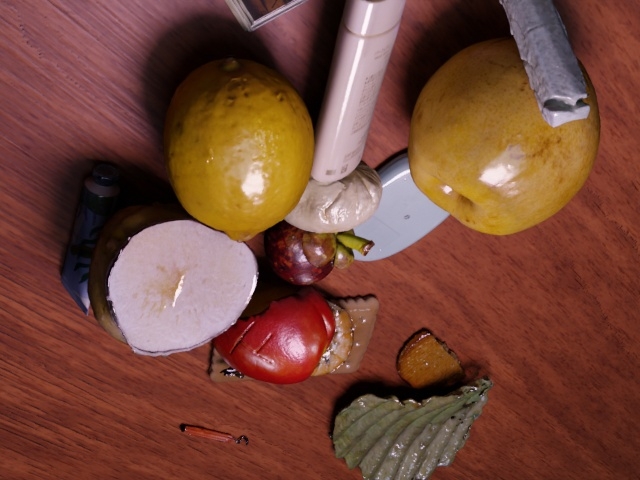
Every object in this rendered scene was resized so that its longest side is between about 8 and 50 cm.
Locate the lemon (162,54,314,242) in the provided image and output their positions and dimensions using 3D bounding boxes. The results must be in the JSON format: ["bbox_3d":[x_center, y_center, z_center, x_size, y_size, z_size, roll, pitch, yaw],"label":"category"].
[{"bbox_3d":[-0.122,-0.140,1.467,0.236,0.236,0.263,7,132,-26],"label":"lemon"}]

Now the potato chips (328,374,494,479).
[{"bbox_3d":[0.209,0.426,2.192,0.373,0.097,0.389,-9,140,-13],"label":"potato chips"}]

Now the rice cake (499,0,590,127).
[{"bbox_3d":[0.303,-0.322,1.405,0.066,0.336,0.063,-14,166,-10],"label":"rice cake"}]

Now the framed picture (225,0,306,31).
[{"bbox_3d":[-0.049,-0.377,1.339,0.197,0.014,0.252,-27,165,5],"label":"framed picture"}]

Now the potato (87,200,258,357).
[{"bbox_3d":[-0.272,0.044,1.588,0.300,0.196,0.246,20,94,-51],"label":"potato"}]

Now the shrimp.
[{"bbox_3d":[-0.063,0.183,1.866,0.262,0.051,0.198,-5,121,-12],"label":"shrimp"}]

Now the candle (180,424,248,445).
[{"bbox_3d":[-0.224,0.412,2.084,0.167,0.021,0.026,20,147,-35],"label":"candle"}]

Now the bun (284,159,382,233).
[{"bbox_3d":[0.006,-0.091,1.605,0.164,0.188,0.111,-36,140,-37],"label":"bun"}]

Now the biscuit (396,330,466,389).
[{"bbox_3d":[0.228,0.266,2.114,0.126,0.025,0.206,-33,133,10],"label":"biscuit"}]

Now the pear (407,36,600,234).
[{"bbox_3d":[0.289,-0.171,1.548,0.315,0.314,0.314,-11,134,-11],"label":"pear"}]

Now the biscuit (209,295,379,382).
[{"bbox_3d":[-0.051,0.199,1.938,0.325,0.044,0.217,0,129,-20],"label":"biscuit"}]

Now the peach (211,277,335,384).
[{"bbox_3d":[-0.092,0.147,1.737,0.226,0.189,0.196,26,156,5],"label":"peach"}]

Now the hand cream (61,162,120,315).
[{"bbox_3d":[-0.377,-0.002,1.606,0.058,0.091,0.271,-15,138,-45],"label":"hand cream"}]

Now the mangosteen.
[{"bbox_3d":[-0.009,-0.008,1.681,0.181,0.156,0.145,-24,109,30],"label":"mangosteen"}]

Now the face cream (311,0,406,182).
[{"bbox_3d":[0.059,-0.265,1.474,0.081,0.173,0.348,21,129,8],"label":"face cream"}]

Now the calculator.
[{"bbox_3d":[0.151,-0.066,1.767,0.295,0.042,0.184,-41,132,19],"label":"calculator"}]
